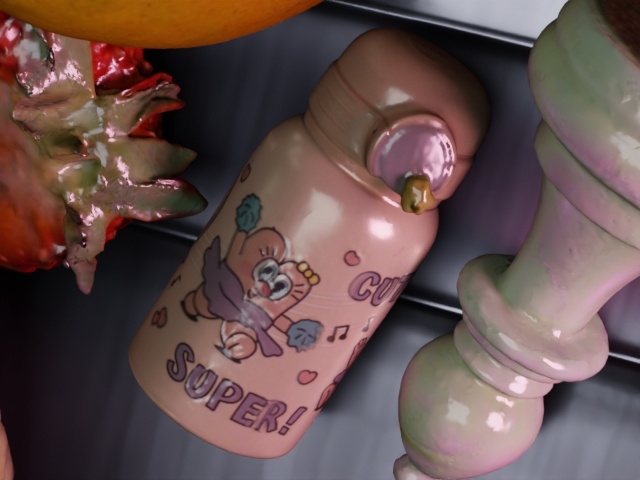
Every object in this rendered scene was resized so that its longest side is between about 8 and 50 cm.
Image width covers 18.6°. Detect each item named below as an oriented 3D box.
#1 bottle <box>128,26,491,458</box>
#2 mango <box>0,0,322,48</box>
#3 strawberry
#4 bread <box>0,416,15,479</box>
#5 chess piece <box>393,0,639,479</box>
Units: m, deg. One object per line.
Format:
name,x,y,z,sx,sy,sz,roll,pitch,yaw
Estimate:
bottle,0.000,0.000,0.923,0.097,0.110,0.209,26,111,-19
mango,-0.053,-0.173,0.855,0.254,0.139,0.175,-37,104,-18
strawberry,-0.169,-0.063,0.986,0.228,0.098,0.174,-5,115,42
bread,-0.256,0.118,0.959,0.183,0.236,0.388,4,112,4
chess piece,0.105,0.021,0.895,0.139,0.139,0.271,39,121,9
